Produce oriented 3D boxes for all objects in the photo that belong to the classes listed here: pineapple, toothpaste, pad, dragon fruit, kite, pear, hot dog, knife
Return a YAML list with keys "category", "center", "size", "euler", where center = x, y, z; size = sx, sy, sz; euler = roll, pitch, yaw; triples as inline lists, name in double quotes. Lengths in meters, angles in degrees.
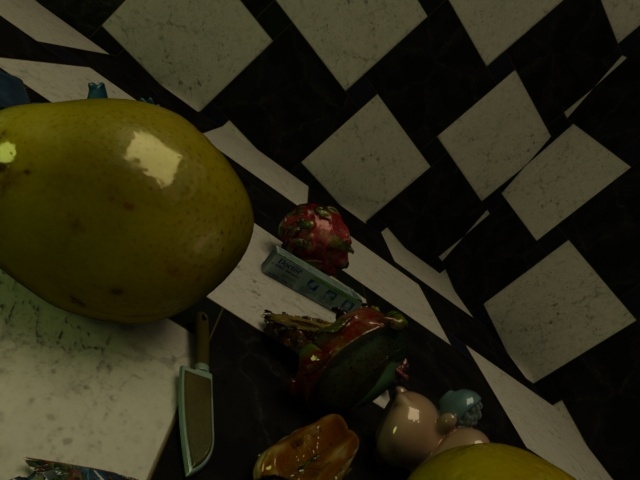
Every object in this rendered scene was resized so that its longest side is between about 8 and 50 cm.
- category: "pineapple"
  center: [-0.043, 0.208, 1.038]
  size: [0.221, 0.048, 0.221]
  euler: [12, 1, 0]
- category: "toothpaste"
  center: [-0.020, 0.133, 1.376]
  size: [0.336, 0.081, 0.067]
  euler: [32, 15, -22]
- category: "pad"
  center: [-0.890, -0.421, 1.138]
  size: [0.269, 0.012, 0.270]
  euler: [21, 22, -49]
- category: "dragon fruit"
  center: [0.069, 0.248, 0.914]
  size: [0.130, 0.269, 0.295]
  euler: [35, 25, 34]
- category: "kite"
  center: [-0.250, 0.295, 0.471]
  size: [0.183, 0.010, 0.160]
  euler: [45, 12, 13]
- category: "dragon fruit"
  center: [-0.010, 0.004, 1.527]
  size: [0.302, 0.237, 0.231]
  euler: [37, 31, -50]
- category: "pear"
  center: [-0.312, -0.045, 0.715]
  size: [0.418, 0.362, 0.362]
  euler: [13, 28, -47]
- category: "hot dog"
  center: [-0.013, 0.359, 0.724]
  size: [0.109, 0.072, 0.269]
  euler: [46, 18, 24]
- category: "knife"
  center: [-0.208, 0.230, 0.735]
  size: [0.061, 0.027, 0.343]
  euler: [34, 18, -30]

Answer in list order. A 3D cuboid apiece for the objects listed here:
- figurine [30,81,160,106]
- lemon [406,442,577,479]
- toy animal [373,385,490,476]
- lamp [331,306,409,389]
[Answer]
- category: "figurine"
  center: [-0.538, -0.238, 1.075]
  size: [0.297, 0.243, 0.416]
  euler: [-4, -12, 30]
- category: "lemon"
  center: [0.249, 0.447, 0.585]
  size: [0.348, 0.348, 0.348]
  euler: [35, 15, -11]
- category: "toy animal"
  center: [0.216, 0.414, 0.885]
  size: [0.221, 0.230, 0.210]
  euler: [-1, -11, 7]
- category: "lamp"
  center: [0.113, 0.285, 1.176]
  size: [0.253, 0.118, 0.118]
  euler: [39, 14, -2]
